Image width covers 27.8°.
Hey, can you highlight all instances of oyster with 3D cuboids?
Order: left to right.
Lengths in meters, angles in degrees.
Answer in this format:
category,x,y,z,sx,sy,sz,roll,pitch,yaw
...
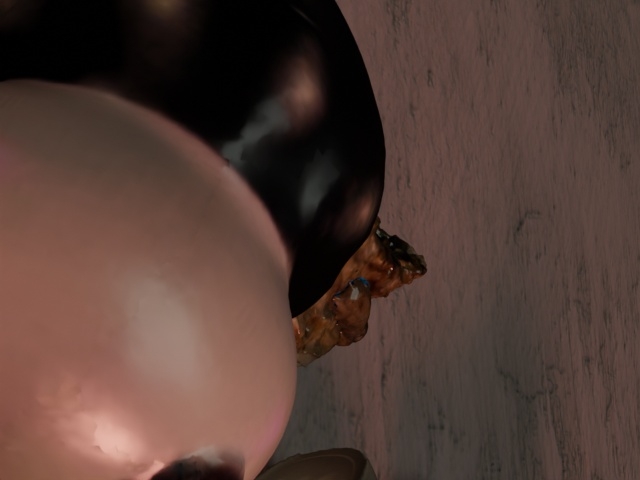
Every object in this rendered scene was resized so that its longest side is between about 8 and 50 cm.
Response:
category,x,y,z,sx,sy,sz,roll,pitch,yaw
oyster,0.000,0.000,0.966,0.214,0.083,0.223,62,32,-32

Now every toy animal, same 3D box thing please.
category,x,y,z,sx,sy,sz,roll,pitch,yaw
toy animal,-0.102,0.000,0.603,0.310,0.250,0.251,-74,144,-52

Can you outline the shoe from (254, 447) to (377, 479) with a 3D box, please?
category,x,y,z,sx,sy,sz,roll,pitch,yaw
shoe,-0.024,0.283,0.781,0.363,0.131,0.160,-57,130,-63
